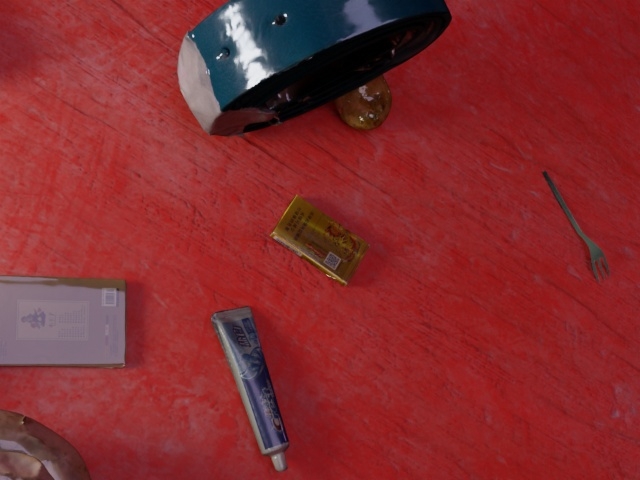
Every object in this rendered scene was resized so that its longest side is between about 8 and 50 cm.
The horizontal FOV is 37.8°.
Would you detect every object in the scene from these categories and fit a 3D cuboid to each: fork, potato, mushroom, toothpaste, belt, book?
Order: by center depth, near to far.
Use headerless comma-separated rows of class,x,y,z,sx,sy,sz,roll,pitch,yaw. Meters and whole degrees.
mushroom,-0.435,0.356,1.188,0.297,0.290,0.297,6,72,-18
book,-0.394,0.123,1.418,0.199,0.016,0.138,3,74,-19
toothpaste,-0.102,0.234,1.477,0.069,0.047,0.268,-18,78,-10
belt,-0.019,-0.317,1.479,0.436,0.300,0.173,-28,82,15
potato,0.064,-0.276,1.657,0.107,0.080,0.170,-16,79,-27
fork,0.482,-0.030,1.766,0.039,0.021,0.235,-26,85,-27

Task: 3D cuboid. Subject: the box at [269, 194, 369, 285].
box,0.000,0.000,1.588,0.156,0.022,0.089,33,68,-8
